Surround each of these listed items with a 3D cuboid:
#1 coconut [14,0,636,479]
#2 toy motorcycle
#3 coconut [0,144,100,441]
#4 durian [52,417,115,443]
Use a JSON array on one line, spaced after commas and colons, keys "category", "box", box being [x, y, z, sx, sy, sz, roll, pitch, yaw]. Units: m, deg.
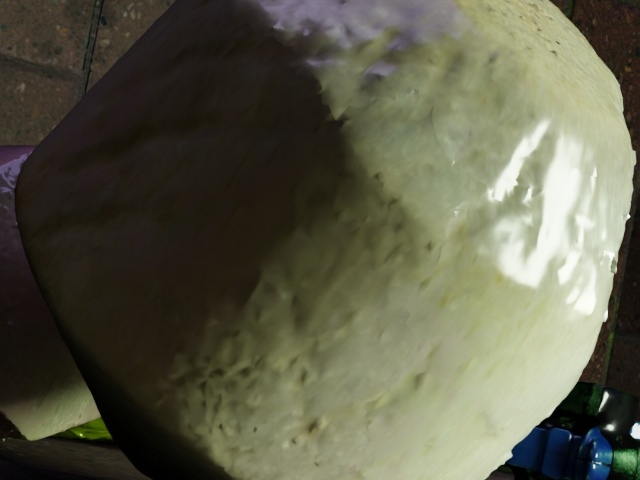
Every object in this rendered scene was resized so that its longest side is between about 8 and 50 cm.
[{"category": "coconut", "box": [0.000, 0.000, 1.211, 0.344, 0.415, 0.415, 43, -4, -1]}, {"category": "toy motorcycle", "box": [0.269, 0.199, 1.605, 0.196, 0.125, 0.331, 7, -9, 39]}, {"category": "coconut", "box": [-0.233, 0.040, 1.415, 0.245, 0.233, 0.233, 6, -5, 44]}, {"category": "durian", "box": [-0.199, 0.116, 1.585, 0.139, 0.101, 0.250, 12, -4, -23]}]
